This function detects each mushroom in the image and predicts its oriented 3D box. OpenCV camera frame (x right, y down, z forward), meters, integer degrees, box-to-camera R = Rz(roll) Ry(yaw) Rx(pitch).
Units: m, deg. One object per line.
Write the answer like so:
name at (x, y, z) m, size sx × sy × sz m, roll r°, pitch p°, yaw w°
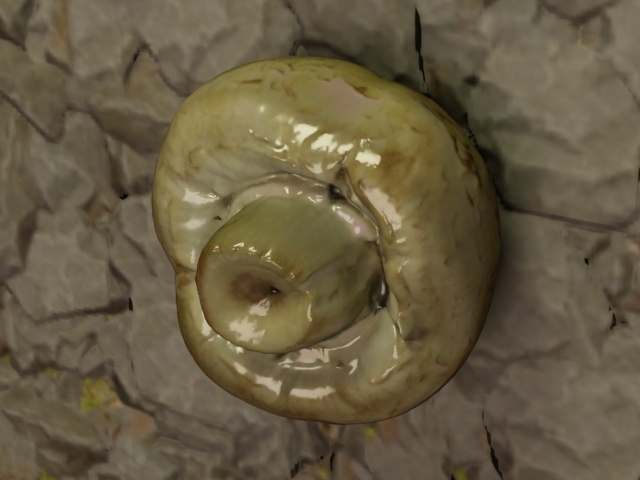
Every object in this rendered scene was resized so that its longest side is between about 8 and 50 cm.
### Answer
mushroom at (0.000, 0.000, 0.626) m, size 0.148 × 0.112 × 0.148 m, roll 13°, pitch 124°, yaw 20°
